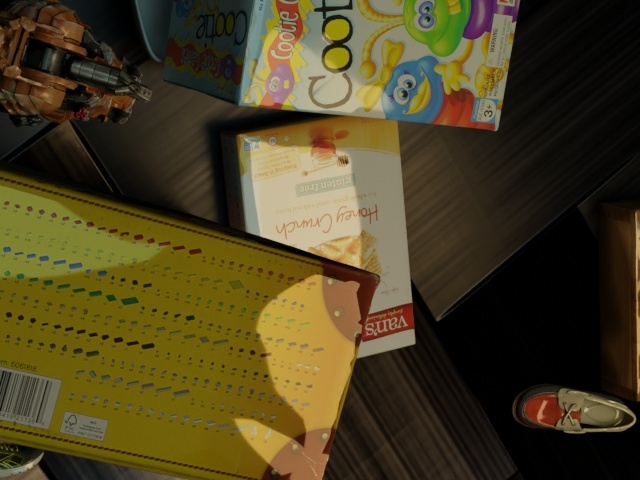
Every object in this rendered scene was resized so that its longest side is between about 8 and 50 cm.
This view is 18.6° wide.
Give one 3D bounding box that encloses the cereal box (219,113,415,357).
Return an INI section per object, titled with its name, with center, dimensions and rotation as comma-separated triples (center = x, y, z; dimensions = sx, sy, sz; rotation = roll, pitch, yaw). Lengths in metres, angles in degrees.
[cereal box]
center = 0.000, 0.000, 1.865
dimensions = 0.173, 0.047, 0.240
rotation = -12, 104, -25

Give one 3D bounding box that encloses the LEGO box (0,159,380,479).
[LEGO box]
center = -0.267, 0.033, 1.549
dimensions = 0.500, 0.372, 0.193
rotation = 16, 91, -29

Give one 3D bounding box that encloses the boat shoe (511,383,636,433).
[boat shoe]
center = 0.265, 0.179, 2.035
dimensions = 0.137, 0.043, 0.049
rotation = 8, 97, -27

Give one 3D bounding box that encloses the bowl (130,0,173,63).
[bowl]
center = -0.113, -0.237, 1.765
dimensions = 0.142, 0.053, 0.142
rotation = -16, 105, -24

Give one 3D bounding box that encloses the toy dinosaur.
[toy dinosaur]
center = -0.257, -0.166, 1.601
dimensions = 0.322, 0.218, 0.164
rotation = 70, 41, -63

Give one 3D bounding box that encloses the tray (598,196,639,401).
[tray]
center = 0.492, 0.040, 2.114
dimensions = 0.410, 0.076, 0.203
rotation = -7, 101, -25

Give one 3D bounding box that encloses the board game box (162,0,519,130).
[board game box]
center = 0.021, -0.188, 1.734
dimensions = 0.275, 0.144, 0.142
rotation = 3, 101, -33

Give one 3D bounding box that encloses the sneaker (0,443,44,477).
[sneaker]
center = -0.289, 0.195, 1.757
dimensions = 0.083, 0.031, 0.035
rotation = -18, 106, -24
